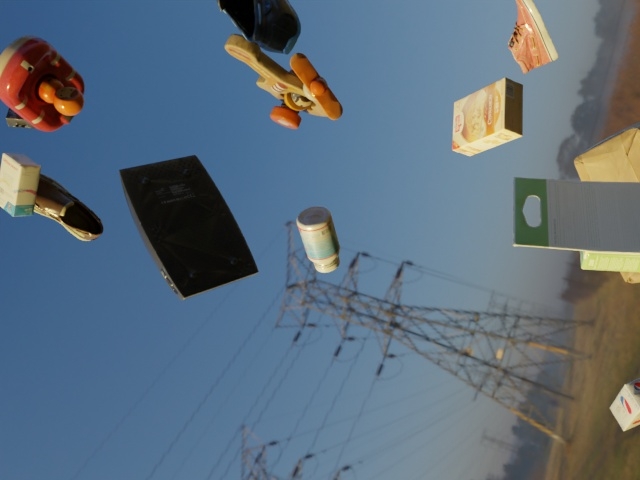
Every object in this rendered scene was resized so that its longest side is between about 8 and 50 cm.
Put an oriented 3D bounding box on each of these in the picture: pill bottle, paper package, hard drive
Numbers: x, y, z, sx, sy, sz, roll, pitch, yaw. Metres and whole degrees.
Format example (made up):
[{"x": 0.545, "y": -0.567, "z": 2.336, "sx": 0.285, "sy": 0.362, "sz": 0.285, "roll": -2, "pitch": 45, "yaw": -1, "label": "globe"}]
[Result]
[{"x": 0.000, "y": 0.000, "z": 1.734, "sx": 0.087, "sy": 0.087, "sz": 0.160, "roll": -54, "pitch": -39, "yaw": -40, "label": "pill bottle"}, {"x": 0.733, "y": -0.108, "z": 1.497, "sx": 0.325, "sy": 0.168, "sz": 0.309, "roll": -22, "pitch": -91, "yaw": -42, "label": "paper package"}, {"x": -0.234, "y": -0.023, "z": 1.207, "sx": 0.172, "sy": 0.254, "sz": 0.054, "roll": -19, "pitch": -18, "yaw": -39, "label": "hard drive"}]

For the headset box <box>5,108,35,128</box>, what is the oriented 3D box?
[{"x": -0.694, "y": -0.298, "z": 1.624, "sx": 0.032, "sy": 0.062, "sz": 0.083, "roll": 102, "pitch": 170, "yaw": -58, "label": "headset box"}]

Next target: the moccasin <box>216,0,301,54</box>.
[{"x": -0.155, "y": -0.513, "z": 1.407, "sx": 0.117, "sy": 0.342, "sz": 0.137, "roll": -3, "pitch": -46, "yaw": -40, "label": "moccasin"}]

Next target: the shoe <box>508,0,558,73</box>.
[{"x": 0.419, "y": -0.428, "z": 1.427, "sx": 0.178, "sy": 0.081, "sz": 0.063, "roll": 50, "pitch": -155, "yaw": -31, "label": "shoe"}]

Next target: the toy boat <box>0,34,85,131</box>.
[{"x": -0.543, "y": -0.303, "z": 1.404, "sx": 0.151, "sy": 0.151, "sz": 0.231, "roll": -59, "pitch": -18, "yaw": -9, "label": "toy boat"}]

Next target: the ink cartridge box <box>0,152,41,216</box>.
[{"x": -0.678, "y": -0.127, "z": 1.556, "sx": 0.052, "sy": 0.088, "sz": 0.122, "roll": -7, "pitch": -60, "yaw": -50, "label": "ink cartridge box"}]

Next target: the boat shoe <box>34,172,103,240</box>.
[{"x": -0.652, "y": -0.092, "z": 1.746, "sx": 0.257, "sy": 0.095, "sz": 0.095, "roll": 38, "pitch": -111, "yaw": -33, "label": "boat shoe"}]

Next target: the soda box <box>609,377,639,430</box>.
[{"x": 0.780, "y": 0.401, "z": 1.708, "sx": 0.216, "sy": 0.074, "sz": 0.069, "roll": 69, "pitch": 178, "yaw": -60, "label": "soda box"}]

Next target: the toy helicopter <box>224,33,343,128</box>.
[{"x": -0.088, "y": -0.394, "z": 1.700, "sx": 0.355, "sy": 0.235, "sz": 0.140, "roll": 29, "pitch": -97, "yaw": -47, "label": "toy helicopter"}]

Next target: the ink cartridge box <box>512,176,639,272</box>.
[{"x": 0.454, "y": -0.031, "z": 1.203, "sx": 0.056, "sy": 0.235, "sz": 0.171, "roll": 78, "pitch": -160, "yaw": -48, "label": "ink cartridge box"}]

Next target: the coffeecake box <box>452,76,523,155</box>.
[{"x": 0.428, "y": -0.314, "z": 1.784, "sx": 0.068, "sy": 0.185, "sz": 0.142, "roll": 13, "pitch": -107, "yaw": -30, "label": "coffeecake box"}]
